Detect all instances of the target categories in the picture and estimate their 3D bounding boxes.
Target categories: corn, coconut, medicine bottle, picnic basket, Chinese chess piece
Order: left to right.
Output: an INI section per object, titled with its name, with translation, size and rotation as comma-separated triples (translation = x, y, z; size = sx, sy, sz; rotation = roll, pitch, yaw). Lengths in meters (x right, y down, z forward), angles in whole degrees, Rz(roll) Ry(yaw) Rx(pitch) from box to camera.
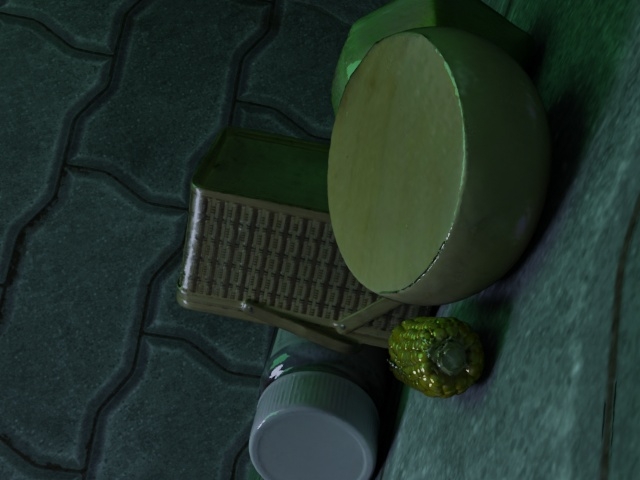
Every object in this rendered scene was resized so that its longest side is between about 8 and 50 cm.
[picnic basket]
translation = 0.000, 0.000, 0.988
size = 0.228, 0.312, 0.175
rotation = -80, 1, -64
[medicine bottle]
translation = 0.005, 0.181, 1.032
size = 0.273, 0.165, 0.165
rotation = -78, 8, -58
[corn]
translation = 0.101, 0.106, 0.750
size = 0.203, 0.072, 0.072
rotation = 130, 159, -84
[Chinese chess piece]
translation = 0.099, -0.066, 0.731
size = 0.250, 0.097, 0.251
rotation = -9, 80, 62
[coconut]
translation = 0.133, -0.187, 0.919
size = 0.236, 0.235, 0.205
rotation = 147, 107, -84
